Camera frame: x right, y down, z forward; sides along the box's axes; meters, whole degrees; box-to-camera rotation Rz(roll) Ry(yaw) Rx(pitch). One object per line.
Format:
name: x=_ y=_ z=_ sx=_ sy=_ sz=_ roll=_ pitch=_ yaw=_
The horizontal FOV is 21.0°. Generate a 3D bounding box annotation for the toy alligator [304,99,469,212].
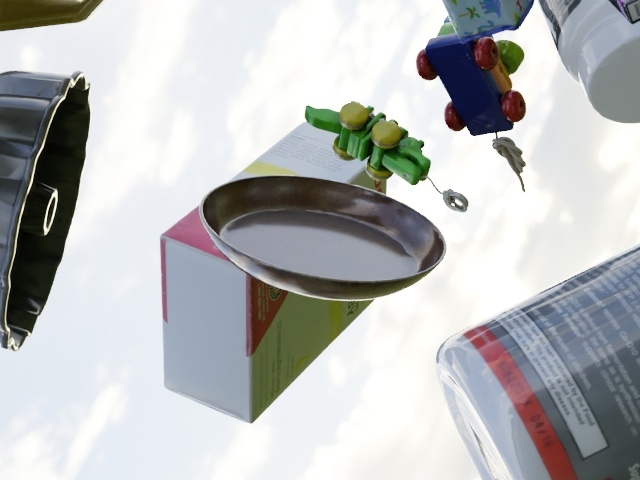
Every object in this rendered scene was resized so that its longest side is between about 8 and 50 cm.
toy alligator: x=0.072 y=-0.088 z=1.648 sx=0.051 sy=0.190 sz=0.056 roll=-47 pitch=-21 yaw=-35

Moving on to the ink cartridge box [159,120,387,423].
ink cartridge box: x=-0.059 y=0.037 z=2.525 sx=0.385 sy=0.160 sz=0.279 roll=-43 pitch=-37 yaw=-45

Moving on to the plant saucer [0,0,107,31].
plant saucer: x=-0.322 y=-0.261 z=1.680 sx=0.333 sy=0.333 sz=0.081 roll=162 pitch=98 yaw=-70

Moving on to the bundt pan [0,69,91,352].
bundt pan: x=-0.362 y=-0.047 z=1.952 sx=0.331 sy=0.124 sz=0.330 roll=15 pitch=-90 yaw=-89

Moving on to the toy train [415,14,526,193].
toy train: x=0.227 y=-0.197 z=2.225 sx=0.248 sy=0.105 sz=0.143 roll=57 pitch=-139 yaw=-33

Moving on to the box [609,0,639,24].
box: x=0.344 y=-0.286 z=1.797 sx=0.029 sy=0.116 sz=0.162 roll=63 pitch=-178 yaw=-28

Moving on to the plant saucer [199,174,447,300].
plant saucer: x=0.000 y=0.000 z=2.147 sx=0.310 sy=0.311 sz=0.050 roll=-34 pitch=-39 yaw=-59

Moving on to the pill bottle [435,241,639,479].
pill bottle: x=0.295 y=0.099 z=1.404 sx=0.363 sy=0.210 sz=0.210 roll=-26 pitch=-26 yaw=-5

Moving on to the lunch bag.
lunch bag: x=0.193 y=-0.319 z=1.977 sx=0.128 sy=0.096 sz=0.151 roll=63 pitch=-146 yaw=-25

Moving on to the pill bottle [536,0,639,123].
pill bottle: x=0.349 y=-0.279 z=2.078 sx=0.283 sy=0.161 sz=0.161 roll=-102 pitch=14 yaw=-45
